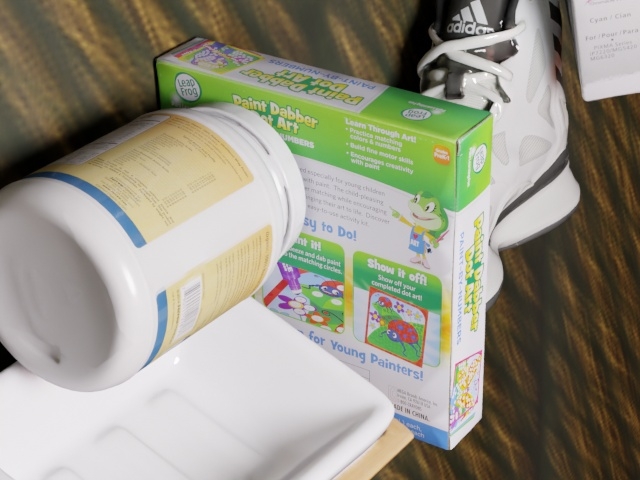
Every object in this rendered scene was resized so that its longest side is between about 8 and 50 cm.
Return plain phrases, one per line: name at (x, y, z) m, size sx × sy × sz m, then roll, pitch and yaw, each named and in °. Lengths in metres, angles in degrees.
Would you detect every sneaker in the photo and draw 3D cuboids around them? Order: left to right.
sneaker at (0.090, -0.093, 1.472) m, size 0.447 × 0.169 × 0.257 m, roll -38°, pitch 127°, yaw -56°

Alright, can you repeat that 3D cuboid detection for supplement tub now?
supplement tub at (-0.115, -0.003, 1.150) m, size 0.200 × 0.144 × 0.144 m, roll -34°, pitch 132°, yaw -47°

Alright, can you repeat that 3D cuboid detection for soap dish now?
soap dish at (-0.110, 0.155, 1.176) m, size 0.291 × 0.229 × 0.118 m, roll -36°, pitch 153°, yaw -45°

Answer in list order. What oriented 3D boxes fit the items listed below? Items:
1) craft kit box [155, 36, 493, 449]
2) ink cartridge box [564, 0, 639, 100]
craft kit box at (0.000, 0.000, 1.241) m, size 0.061 × 0.250 × 0.246 m, roll -39°, pitch 137°, yaw -44°
ink cartridge box at (0.219, -0.311, 1.481) m, size 0.261 × 0.066 × 0.296 m, roll 72°, pitch 12°, yaw -46°
